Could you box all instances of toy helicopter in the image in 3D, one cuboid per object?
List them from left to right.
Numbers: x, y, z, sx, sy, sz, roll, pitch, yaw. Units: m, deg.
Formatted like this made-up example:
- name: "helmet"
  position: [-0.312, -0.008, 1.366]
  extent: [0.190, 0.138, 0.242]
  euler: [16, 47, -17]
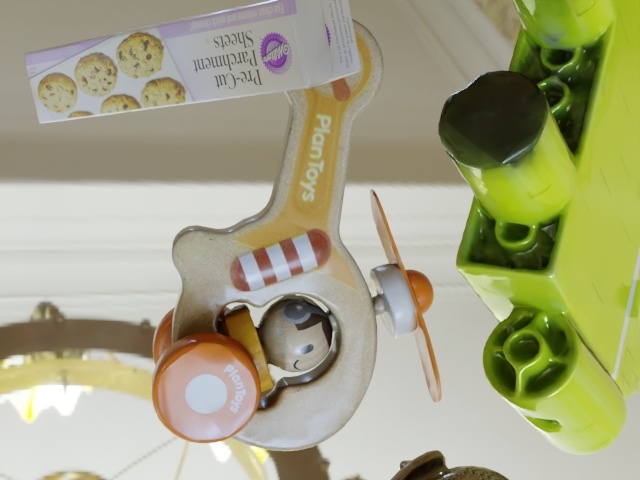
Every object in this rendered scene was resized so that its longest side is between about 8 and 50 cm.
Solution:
- name: "toy helicopter"
  position: [0.000, 0.000, 0.871]
  extent: [0.235, 0.355, 0.140]
  euler: [9, -171, -10]

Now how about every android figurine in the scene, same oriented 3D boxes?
- name: "android figurine"
  position: [0.132, -0.025, 0.511]
  extent: [0.056, 0.273, 0.248]
  euler: [5, -114, 31]

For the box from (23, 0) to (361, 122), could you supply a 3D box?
- name: "box"
  position: [-0.114, -0.139, 0.841]
  extent: [0.324, 0.067, 0.063]
  euler: [1, -162, 42]

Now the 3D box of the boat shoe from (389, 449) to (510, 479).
- name: "boat shoe"
  position: [0.063, 0.145, 0.424]
  extent: [0.121, 0.110, 0.341]
  euler: [15, 179, 2]
